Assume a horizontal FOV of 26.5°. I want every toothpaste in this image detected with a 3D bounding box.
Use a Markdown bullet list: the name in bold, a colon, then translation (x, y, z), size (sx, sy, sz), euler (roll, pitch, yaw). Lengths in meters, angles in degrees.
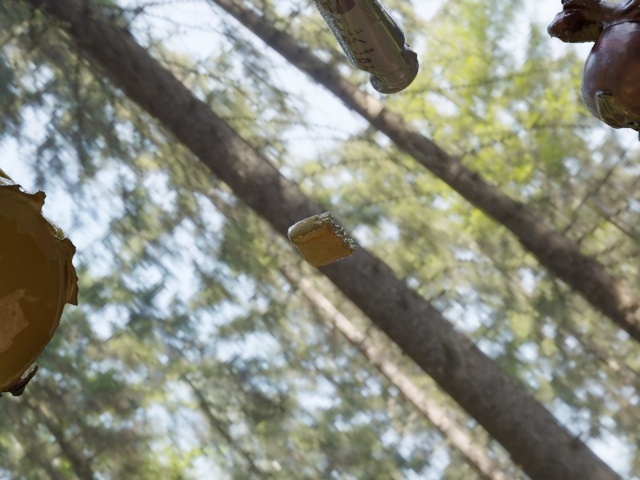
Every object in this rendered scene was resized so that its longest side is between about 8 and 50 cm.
- **toothpaste**: translation (0.026, -0.271, 1.526), size (0.073, 0.114, 0.299), euler (-49, -39, -4)

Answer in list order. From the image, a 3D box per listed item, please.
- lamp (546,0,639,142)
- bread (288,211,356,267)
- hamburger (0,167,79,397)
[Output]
- **lamp**: translation (0.418, -0.237, 1.842), size (0.151, 0.215, 0.223), euler (28, -114, -50)
- **bread**: translation (0.000, 0.000, 1.786), size (0.070, 0.035, 0.083), euler (-22, -38, 20)
- **hamburger**: translation (-0.339, 0.023, 1.171), size (0.237, 0.149, 0.237), euler (-17, -60, -32)
